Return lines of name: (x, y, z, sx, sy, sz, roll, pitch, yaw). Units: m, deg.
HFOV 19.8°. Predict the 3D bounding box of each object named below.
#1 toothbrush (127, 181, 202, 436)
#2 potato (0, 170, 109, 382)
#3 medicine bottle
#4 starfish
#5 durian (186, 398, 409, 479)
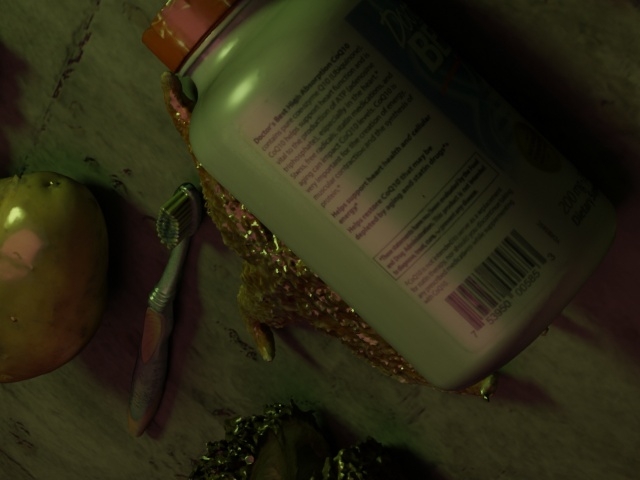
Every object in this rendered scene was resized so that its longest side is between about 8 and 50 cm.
toothbrush: (-0.133, 0.068, 1.501, 0.028, 0.037, 0.375, 36, 147, 13)
potato: (-0.249, 0.024, 1.493, 0.161, 0.128, 0.235, 17, 136, 6)
medicine bottle: (0.028, -0.057, 1.107, 0.289, 0.157, 0.157, 44, 145, -3)
starfish: (-0.003, 0.002, 1.285, 0.299, 0.060, 0.302, -7, 123, 49)
durian: (-0.021, 0.230, 1.443, 0.196, 0.167, 0.196, 3, 95, 40)
